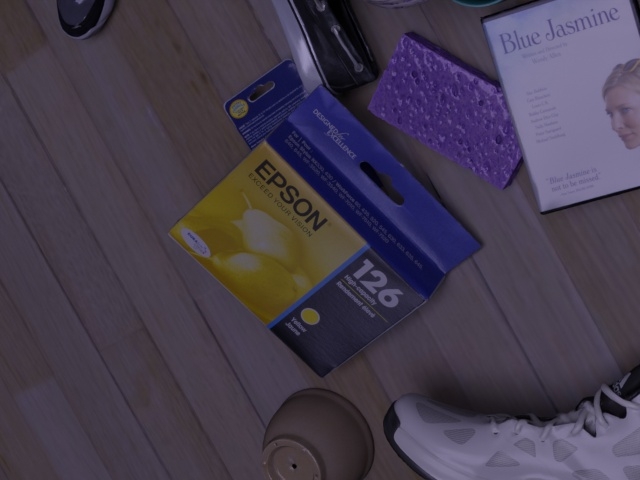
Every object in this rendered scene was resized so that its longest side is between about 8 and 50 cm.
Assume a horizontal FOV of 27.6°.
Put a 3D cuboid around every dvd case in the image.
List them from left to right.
[{"bbox_3d":[0.312,-0.172,1.547,0.180,0.022,0.253,-16,99,20],"label":"dvd case"}]

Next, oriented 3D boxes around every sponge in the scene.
[{"bbox_3d":[0.171,-0.164,1.641,0.210,0.031,0.117,33,120,15],"label":"sponge"}]

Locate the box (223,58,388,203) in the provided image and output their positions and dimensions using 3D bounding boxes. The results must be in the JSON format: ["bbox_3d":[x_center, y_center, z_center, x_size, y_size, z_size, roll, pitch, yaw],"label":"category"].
[{"bbox_3d":[-0.022,-0.123,1.756,0.136,0.036,0.225,-31,93,33],"label":"box"}]

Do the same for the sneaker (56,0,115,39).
[{"bbox_3d":[-0.350,-0.397,1.770,0.101,0.153,0.268,22,116,21],"label":"sneaker"}]

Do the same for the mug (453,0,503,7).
[{"bbox_3d":[0.207,-0.352,1.517,0.129,0.097,0.158,49,122,6],"label":"mug"}]

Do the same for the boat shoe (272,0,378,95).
[{"bbox_3d":[-0.011,-0.331,1.636,0.105,0.113,0.306,-14,103,25],"label":"boat shoe"}]

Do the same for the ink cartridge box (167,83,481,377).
[{"bbox_3d":[0.000,0.000,1.730,0.303,0.072,0.307,44,126,-7],"label":"ink cartridge box"}]

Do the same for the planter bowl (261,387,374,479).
[{"bbox_3d":[-0.019,0.307,1.863,0.162,0.109,0.162,10,112,26],"label":"planter bowl"}]

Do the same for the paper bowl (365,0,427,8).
[{"bbox_3d":[0.073,-0.416,1.462,0.284,0.148,0.284,-20,63,44],"label":"paper bowl"}]

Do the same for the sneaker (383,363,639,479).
[{"bbox_3d":[0.317,0.230,1.647,0.448,0.169,0.257,22,108,12],"label":"sneaker"}]
